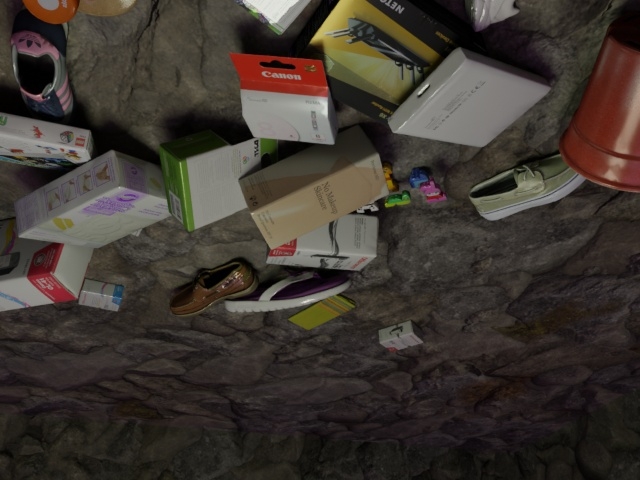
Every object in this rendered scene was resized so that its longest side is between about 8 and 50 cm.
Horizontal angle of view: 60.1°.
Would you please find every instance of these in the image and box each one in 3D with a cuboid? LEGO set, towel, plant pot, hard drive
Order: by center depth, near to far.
[{"bbox_3d":[0.636,-0.282,1.079,0.272,0.272,0.265,-4,134,3],"label":"plant pot"},{"bbox_3d":[0.309,-0.279,1.130,0.307,0.040,0.203,-2,150,-41],"label":"hard drive"},{"bbox_3d":[0.188,-0.143,1.367,0.227,0.087,0.093,-9,140,19],"label":"LEGO set"},{"bbox_3d":[0.003,0.246,1.921,0.102,0.021,0.237,34,131,-30],"label":"towel"}]

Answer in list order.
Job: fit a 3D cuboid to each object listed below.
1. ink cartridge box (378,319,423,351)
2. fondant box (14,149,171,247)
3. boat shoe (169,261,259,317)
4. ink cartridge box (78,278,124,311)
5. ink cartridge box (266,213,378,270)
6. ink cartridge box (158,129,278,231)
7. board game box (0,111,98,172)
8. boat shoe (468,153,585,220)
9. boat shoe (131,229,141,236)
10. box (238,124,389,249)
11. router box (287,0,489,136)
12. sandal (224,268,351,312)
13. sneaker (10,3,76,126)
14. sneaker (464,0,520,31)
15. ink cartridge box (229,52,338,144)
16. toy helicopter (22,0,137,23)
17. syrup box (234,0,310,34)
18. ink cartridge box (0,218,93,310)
[{"bbox_3d":[0.297,0.353,2.039,0.135,0.056,0.099,-22,139,25],"label":"ink cartridge box"},{"bbox_3d":[-0.519,-0.086,1.329,0.330,0.096,0.238,-21,164,22],"label":"fondant box"},{"bbox_3d":[-0.347,0.139,1.705,0.307,0.111,0.104,-24,135,11],"label":"boat shoe"},{"bbox_3d":[-0.701,0.175,1.769,0.122,0.052,0.088,14,140,-21],"label":"ink cartridge box"},{"bbox_3d":[0.000,0.000,1.469,0.272,0.114,0.197,4,165,-9],"label":"ink cartridge box"},{"bbox_3d":[-0.226,-0.158,1.286,0.255,0.097,0.189,-26,137,-32],"label":"ink cartridge box"},{"bbox_3d":[-0.651,-0.215,1.199,0.305,0.053,0.193,10,167,-15],"label":"board game box"},{"bbox_3d":[0.511,-0.140,1.365,0.302,0.109,0.094,-30,133,35],"label":"boat shoe"},{"bbox_3d":[-0.502,-0.045,1.505,0.035,0.035,0.100,14,146,-24],"label":"boat shoe"},{"bbox_3d":[-0.013,-0.123,1.278,0.311,0.121,0.148,-26,139,0],"label":"box"},{"bbox_3d":[0.126,-0.363,1.074,0.309,0.081,0.243,21,138,-26],"label":"router box"},{"bbox_3d":[-0.114,0.144,1.705,0.416,0.169,0.102,-12,101,13],"label":"sandal"},{"bbox_3d":[-0.552,-0.302,1.083,0.112,0.131,0.319,8,146,-13],"label":"sneaker"},{"bbox_3d":[0.308,-0.476,0.945,0.115,0.090,0.232,-14,150,5],"label":"sneaker"},{"bbox_3d":[-0.072,-0.277,1.116,0.189,0.066,0.232,8,167,12],"label":"ink cartridge box"},{"bbox_3d":[-0.355,-0.508,0.825,0.235,0.140,0.355,-2,140,-3],"label":"toy helicopter"},{"bbox_3d":[-0.130,-0.466,0.919,0.237,0.093,0.096,27,135,-32],"label":"syrup box"},{"bbox_3d":[-0.781,0.055,1.467,0.306,0.226,0.131,-9,142,8],"label":"ink cartridge box"}]
